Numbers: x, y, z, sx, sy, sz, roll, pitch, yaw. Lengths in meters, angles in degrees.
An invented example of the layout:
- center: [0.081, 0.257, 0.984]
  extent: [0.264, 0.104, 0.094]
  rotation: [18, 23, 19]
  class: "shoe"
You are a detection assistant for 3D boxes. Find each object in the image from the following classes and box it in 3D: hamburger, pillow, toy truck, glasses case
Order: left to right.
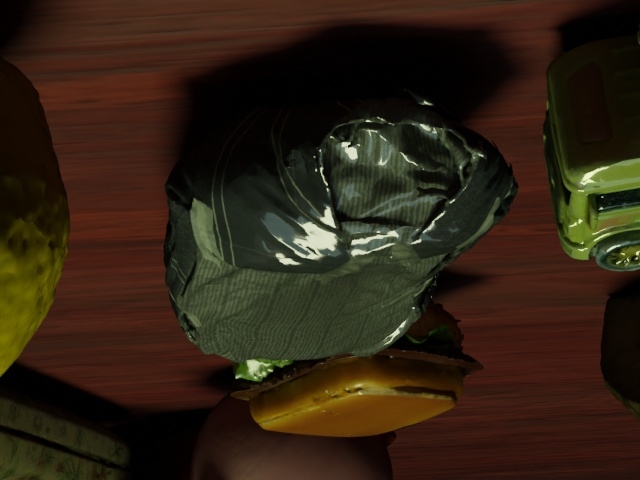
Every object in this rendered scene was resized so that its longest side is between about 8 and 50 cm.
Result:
- center: [-0.289, 0.163, 1.422]
  extent: [0.156, 0.098, 0.425]
  rotation: [-3, 165, 17]
  class: "glasses case"
- center: [0.000, 0.000, 0.899]
  extent: [0.161, 0.092, 0.335]
  rotation: [-6, 164, -7]
  class: "pillow"
- center: [0.018, 0.076, 1.182]
  extent: [0.137, 0.087, 0.166]
  rotation: [11, 158, -36]
  class: "hamburger"
- center: [0.189, -0.054, 0.750]
  extent: [0.191, 0.085, 0.116]
  rotation: [-8, 154, 8]
  class: "toy truck"

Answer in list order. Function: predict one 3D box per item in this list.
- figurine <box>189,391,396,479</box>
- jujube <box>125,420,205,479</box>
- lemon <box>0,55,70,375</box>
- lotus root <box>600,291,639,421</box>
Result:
- center: [-0.025, 0.191, 1.436]
  extent: [0.173, 0.173, 0.173]
  rotation: [-2, 164, -1]
  class: "figurine"
- center: [-0.127, 0.278, 1.656]
  extent: [0.223, 0.223, 0.318]
  rotation: [13, 168, -43]
  class: "jujube"
- center: [-0.188, -0.009, 0.702]
  extent: [0.180, 0.180, 0.193]
  rotation: [1, 142, -11]
  class: "lemon"
- center: [0.337, 0.110, 1.213]
  extent: [0.314, 0.210, 0.142]
  rotation: [19, 146, -21]
  class: "lotus root"
